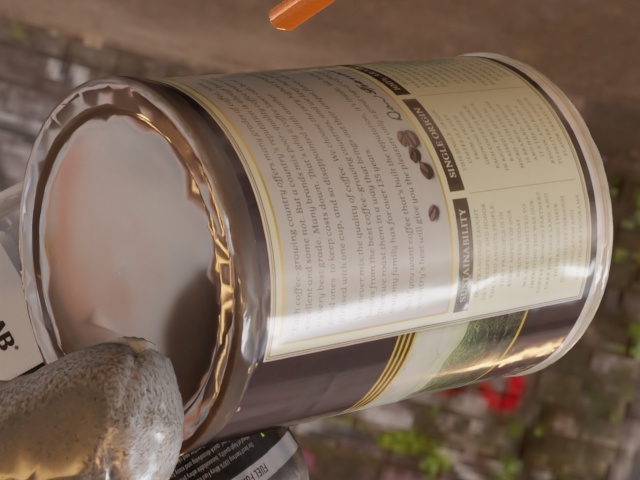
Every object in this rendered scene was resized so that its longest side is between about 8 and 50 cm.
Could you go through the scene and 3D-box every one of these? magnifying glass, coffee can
[{"bbox_3d":[0.032,-0.241,1.654,0.092,0.026,0.231,11,153,-36],"label":"magnifying glass"},{"bbox_3d":[0.000,0.000,1.061,0.275,0.201,0.201,-9,-172,-39],"label":"coffee can"}]

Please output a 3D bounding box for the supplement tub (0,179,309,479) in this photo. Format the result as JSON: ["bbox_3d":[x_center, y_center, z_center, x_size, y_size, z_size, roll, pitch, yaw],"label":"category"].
[{"bbox_3d":[-0.144,0.121,1.306,0.207,0.338,0.207,-29,-178,1],"label":"supplement tub"}]

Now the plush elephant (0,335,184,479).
[{"bbox_3d":[-0.230,0.166,0.876,0.330,0.272,0.255,5,177,1],"label":"plush elephant"}]
